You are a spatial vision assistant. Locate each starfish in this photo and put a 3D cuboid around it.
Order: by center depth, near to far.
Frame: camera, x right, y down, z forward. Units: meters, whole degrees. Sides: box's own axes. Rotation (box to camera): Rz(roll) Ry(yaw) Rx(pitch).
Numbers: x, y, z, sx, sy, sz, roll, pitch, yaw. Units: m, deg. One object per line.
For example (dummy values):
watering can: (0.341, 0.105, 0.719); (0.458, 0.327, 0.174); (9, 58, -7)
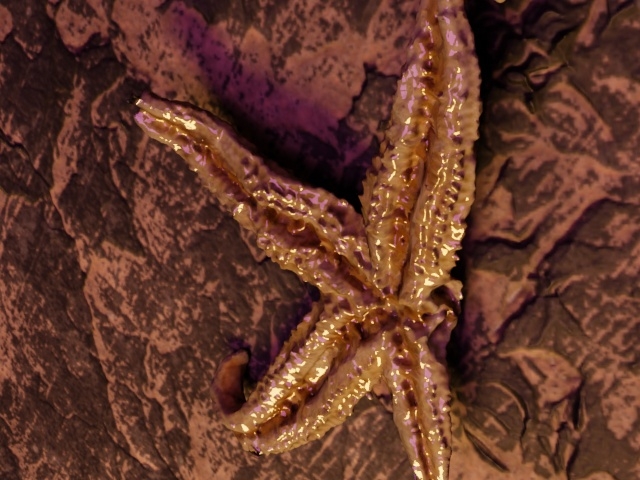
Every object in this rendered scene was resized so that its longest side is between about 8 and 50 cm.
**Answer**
starfish: (0.000, 0.000, 0.762); (0.324, 0.082, 0.432); (11, 119, 33)
